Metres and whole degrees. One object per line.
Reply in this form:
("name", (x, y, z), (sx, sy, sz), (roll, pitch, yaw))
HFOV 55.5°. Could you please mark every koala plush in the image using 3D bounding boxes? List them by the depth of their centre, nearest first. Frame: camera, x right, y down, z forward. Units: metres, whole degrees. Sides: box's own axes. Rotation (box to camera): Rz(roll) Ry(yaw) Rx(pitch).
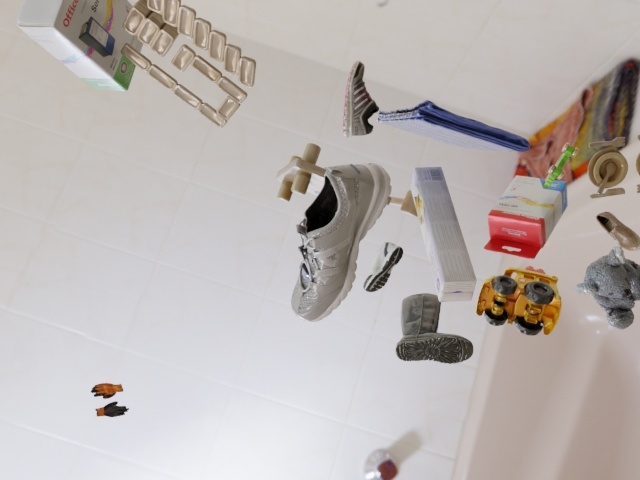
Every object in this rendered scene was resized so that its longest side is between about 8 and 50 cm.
("koala plush", (0.815, 0.112, 1.715), (0.196, 0.221, 0.203), (-51, 48, 18))

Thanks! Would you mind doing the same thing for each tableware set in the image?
("tableware set", (0.672, -0.158, 1.299), (0.039, 0.194, 0.128), (-108, 9, -75))

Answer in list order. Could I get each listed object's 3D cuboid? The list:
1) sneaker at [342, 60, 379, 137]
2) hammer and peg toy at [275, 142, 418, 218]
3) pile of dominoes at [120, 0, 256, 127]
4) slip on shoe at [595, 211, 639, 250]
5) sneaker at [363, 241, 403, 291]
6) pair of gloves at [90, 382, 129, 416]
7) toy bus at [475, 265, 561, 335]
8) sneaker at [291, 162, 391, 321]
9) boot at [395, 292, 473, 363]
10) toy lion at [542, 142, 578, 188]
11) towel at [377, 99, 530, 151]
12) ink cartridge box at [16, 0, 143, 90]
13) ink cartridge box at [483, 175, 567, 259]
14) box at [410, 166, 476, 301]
("sneaker", (0.089, -0.299, 1.301), (0.063, 0.074, 0.170), (102, 174, -80))
("hammer and peg toy", (0.072, -0.112, 1.562), (0.266, 0.361, 0.127), (175, 116, -75))
("pile of dominoes", (-0.234, -0.341, 1.112), (0.196, 0.251, 0.040), (-34, 27, 47))
("slip on shoe", (0.761, -0.024, 1.558), (0.051, 0.041, 0.135), (-59, 44, 37))
("sneaker", (0.116, 0.051, 1.178), (0.109, 0.040, 0.043), (-55, 45, 3))
("pair of gloves", (-0.456, 0.345, 1.318), (0.010, 0.074, 0.083), (-48, 54, 29))
("toy bus", (0.578, 0.145, 1.768), (0.211, 0.220, 0.149), (-59, -22, -51))
("sneaker", (0.000, 0.000, 0.946), (0.105, 0.115, 0.281), (45, 121, 48))
("boot", (0.271, 0.202, 1.443), (0.208, 0.189, 0.076), (-53, -40, -62))
("toy lion", (0.558, -0.171, 1.431), (0.100, 0.034, 0.096), (-58, -11, -2))
("towel", (0.271, -0.241, 1.305), (0.336, 0.243, 0.040), (-132, 59, -76))
("ink cartridge box", (-0.428, -0.397, 1.121), (0.212, 0.093, 0.154), (43, -122, -63))
("ink cartridge box", (0.503, -0.061, 1.495), (0.231, 0.134, 0.078), (-47, -46, -35))
("box", (0.239, -0.022, 1.217), (0.063, 0.067, 0.324), (90, 176, -47))
